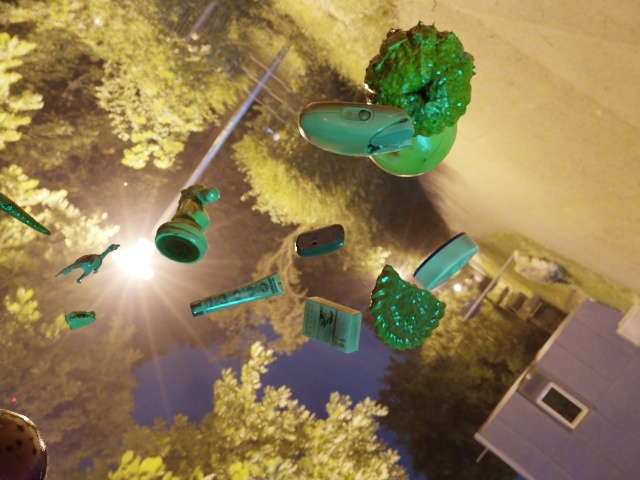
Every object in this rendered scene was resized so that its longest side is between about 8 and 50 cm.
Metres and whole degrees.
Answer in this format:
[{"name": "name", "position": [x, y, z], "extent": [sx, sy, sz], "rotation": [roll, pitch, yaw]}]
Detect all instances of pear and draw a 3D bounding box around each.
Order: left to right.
[{"name": "pear", "position": [0.317, -0.403, 2.140], "extent": [0.348, 0.348, 0.348], "rotation": [35, -174, -4]}]

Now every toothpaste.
[{"name": "toothpaste", "position": [-0.210, 0.140, 1.534], "extent": [0.039, 0.239, 0.062], "rotation": [115, 136, -69]}]

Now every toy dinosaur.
[{"name": "toy dinosaur", "position": [-0.783, 0.075, 2.014], "extent": [0.053, 0.167, 0.242], "rotation": [47, -168, 10]}]

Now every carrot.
[{"name": "carrot", "position": [-0.742, -0.079, 1.438], "extent": [0.049, 0.049, 0.254], "rotation": [42, 178, 45]}]

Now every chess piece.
[{"name": "chess piece", "position": [-0.427, -0.082, 2.010], "extent": [0.176, 0.176, 0.298], "rotation": [33, -134, -25]}]

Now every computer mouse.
[{"name": "computer mouse", "position": [0.000, 0.001, 2.549], "extent": [0.057, 0.232, 0.120], "rotation": [38, -138, -54]}, {"name": "computer mouse", "position": [0.071, -0.222, 1.231], "extent": [0.237, 0.081, 0.145], "rotation": [7, 168, 3]}]

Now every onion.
[{"name": "onion", "position": [-0.737, 0.498, 1.330], "extent": [0.282, 0.260, 0.336], "rotation": [40, 164, 10]}]

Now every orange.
[{"name": "orange", "position": [0.268, -0.416, 1.608], "extent": [0.300, 0.301, 0.223], "rotation": [33, -150, -6]}]

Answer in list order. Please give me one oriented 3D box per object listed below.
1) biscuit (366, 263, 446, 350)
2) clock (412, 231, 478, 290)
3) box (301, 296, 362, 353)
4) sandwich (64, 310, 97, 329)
[{"name": "biscuit", "position": [0.221, 0.195, 1.575], "extent": [0.274, 0.187, 0.036], "rotation": [30, 171, -37]}, {"name": "clock", "position": [0.416, 0.073, 2.012], "extent": [0.083, 0.230, 0.230], "rotation": [50, -170, 14]}, {"name": "box", "position": [0.040, 0.307, 2.230], "extent": [0.233, 0.149, 0.067], "rotation": [14, -165, 41]}, {"name": "sandwich", "position": [-0.875, 0.284, 2.219], "extent": [0.093, 0.105, 0.035], "rotation": [108, 141, -60]}]
